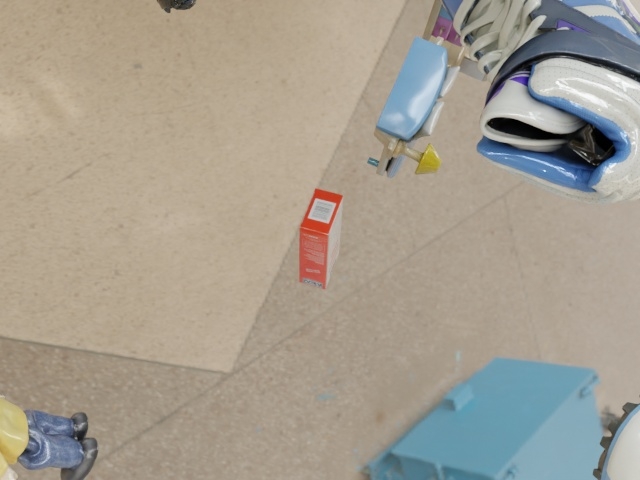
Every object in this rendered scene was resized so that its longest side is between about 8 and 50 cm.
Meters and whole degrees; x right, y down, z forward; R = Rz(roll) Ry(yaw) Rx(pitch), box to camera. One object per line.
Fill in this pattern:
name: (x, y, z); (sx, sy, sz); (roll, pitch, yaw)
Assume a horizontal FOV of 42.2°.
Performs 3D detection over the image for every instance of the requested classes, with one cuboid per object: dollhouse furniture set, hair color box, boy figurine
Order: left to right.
boy figurine: (-0.426, 0.251, 1.053); (0.285, 0.177, 0.092); (20, 107, -41)
hair color box: (0.000, 0.000, 1.151); (0.141, 0.043, 0.072); (92, 16, -55)
dollhouse furniture set: (0.202, -0.180, 1.202); (0.198, 0.286, 0.303); (24, 75, 4)

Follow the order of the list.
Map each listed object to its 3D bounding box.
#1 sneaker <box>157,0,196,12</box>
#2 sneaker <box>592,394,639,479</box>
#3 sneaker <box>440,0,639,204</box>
sneaker: (-0.184, -0.363, 1.128); (0.058, 0.152, 0.084); (-46, 109, -41)
sneaker: (0.213, 0.190, 0.448); (0.085, 0.086, 0.237); (-25, 105, -20)
sneaker: (0.173, -0.162, 0.698); (0.323, 0.130, 0.236); (46, 40, 15)
